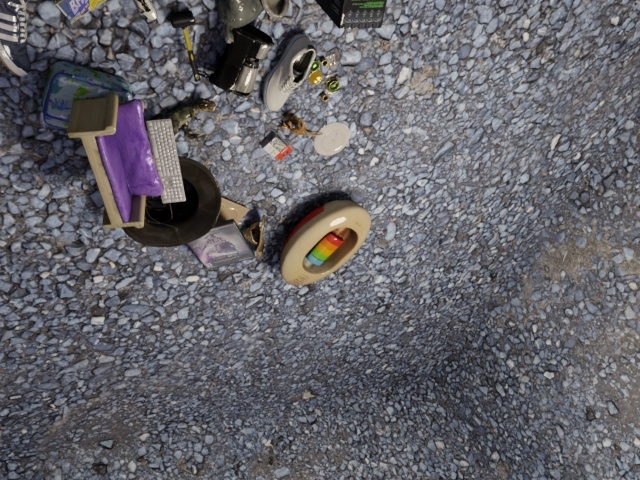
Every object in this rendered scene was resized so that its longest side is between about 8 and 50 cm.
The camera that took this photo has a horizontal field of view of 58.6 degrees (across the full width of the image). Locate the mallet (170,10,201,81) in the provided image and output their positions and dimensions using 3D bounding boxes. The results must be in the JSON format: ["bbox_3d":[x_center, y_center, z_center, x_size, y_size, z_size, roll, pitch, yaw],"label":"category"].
[{"bbox_3d":[-0.349,-0.531,1.557,0.062,0.039,0.190,-23,127,-7],"label":"mallet"}]

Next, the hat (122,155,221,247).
[{"bbox_3d":[-0.487,-0.136,1.836,0.330,0.134,0.332,-4,112,-11],"label":"hat"}]

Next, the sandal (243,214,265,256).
[{"bbox_3d":[-0.256,-0.015,2.172,0.079,0.088,0.240,8,147,-2],"label":"sandal"}]

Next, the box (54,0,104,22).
[{"bbox_3d":[-0.555,-0.601,1.373,0.168,0.054,0.059,-31,141,4],"label":"box"}]

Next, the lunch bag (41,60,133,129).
[{"bbox_3d":[-0.632,-0.373,1.550,0.218,0.090,0.176,10,130,-37],"label":"lunch bag"}]

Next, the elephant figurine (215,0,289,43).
[{"bbox_3d":[-0.153,-0.653,1.486,0.239,0.170,0.186,-19,164,-31],"label":"elephant figurine"}]

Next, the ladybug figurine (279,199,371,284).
[{"bbox_3d":[0.000,0.000,2.275,0.449,0.162,0.305,-43,140,16],"label":"ladybug figurine"}]

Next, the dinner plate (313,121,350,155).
[{"bbox_3d":[0.044,-0.357,2.031,0.141,0.017,0.141,-17,139,-16],"label":"dinner plate"}]

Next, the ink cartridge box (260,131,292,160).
[{"bbox_3d":[-0.145,-0.314,1.952,0.062,0.029,0.115,-40,140,12],"label":"ink cartridge box"}]

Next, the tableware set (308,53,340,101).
[{"bbox_3d":[0.014,-0.518,1.831,0.103,0.024,0.154,-22,141,-9],"label":"tableware set"}]

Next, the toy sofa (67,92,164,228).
[{"bbox_3d":[-0.548,-0.208,1.567,0.176,0.150,0.363,-6,138,-7],"label":"toy sofa"}]

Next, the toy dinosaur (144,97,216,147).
[{"bbox_3d":[-0.435,-0.345,1.721,0.268,0.064,0.118,-21,126,-5],"label":"toy dinosaur"}]

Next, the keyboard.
[{"bbox_3d":[-0.464,-0.236,1.719,0.072,0.014,0.256,-9,114,-9],"label":"keyboard"}]

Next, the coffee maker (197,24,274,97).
[{"bbox_3d":[-0.240,-0.516,1.603,0.171,0.120,0.178,5,129,-33],"label":"coffee maker"}]

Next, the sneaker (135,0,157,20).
[{"bbox_3d":[-0.450,-0.601,1.446,0.040,0.044,0.109,-32,143,1],"label":"sneaker"}]

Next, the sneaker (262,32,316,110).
[{"bbox_3d":[-0.098,-0.497,1.731,0.094,0.091,0.258,5,130,-35],"label":"sneaker"}]

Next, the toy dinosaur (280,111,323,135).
[{"bbox_3d":[-0.069,-0.369,1.894,0.064,0.112,0.211,-61,173,7],"label":"toy dinosaur"}]

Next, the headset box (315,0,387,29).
[{"bbox_3d":[0.078,-0.716,1.476,0.131,0.246,0.283,-10,137,-21],"label":"headset box"}]

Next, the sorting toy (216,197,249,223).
[{"bbox_3d":[-0.387,-0.080,2.061,0.193,0.038,0.208,-46,143,20],"label":"sorting toy"}]

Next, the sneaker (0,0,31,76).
[{"bbox_3d":[-0.707,-0.525,1.328,0.153,0.099,0.282,-20,137,-8],"label":"sneaker"}]

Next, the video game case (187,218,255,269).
[{"bbox_3d":[-0.373,0.019,2.114,0.195,0.026,0.274,-14,151,4],"label":"video game case"}]
